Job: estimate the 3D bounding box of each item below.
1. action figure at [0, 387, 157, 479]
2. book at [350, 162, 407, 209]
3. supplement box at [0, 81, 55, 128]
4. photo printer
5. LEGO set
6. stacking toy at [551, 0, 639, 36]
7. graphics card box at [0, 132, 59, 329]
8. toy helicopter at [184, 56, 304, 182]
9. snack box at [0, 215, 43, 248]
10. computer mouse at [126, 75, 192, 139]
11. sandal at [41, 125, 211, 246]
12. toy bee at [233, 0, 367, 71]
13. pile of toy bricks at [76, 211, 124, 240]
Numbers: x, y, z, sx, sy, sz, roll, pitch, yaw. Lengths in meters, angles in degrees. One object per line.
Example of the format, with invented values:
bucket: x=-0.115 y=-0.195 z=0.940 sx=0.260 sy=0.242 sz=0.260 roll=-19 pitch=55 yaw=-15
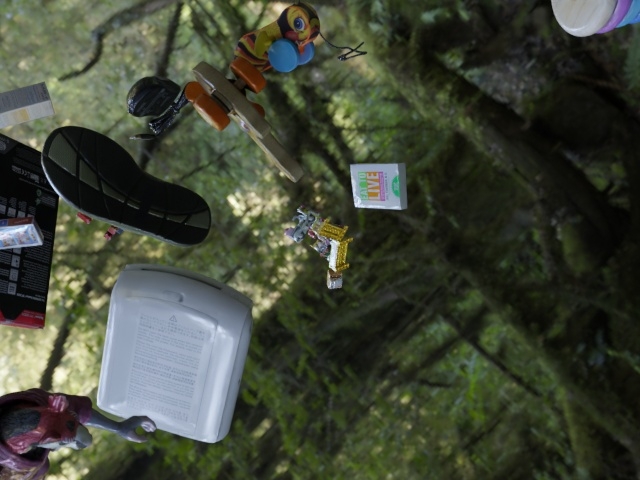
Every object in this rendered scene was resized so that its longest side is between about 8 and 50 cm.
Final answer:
action figure: x=-0.396 y=0.252 z=1.093 sx=0.275 sy=0.248 sz=0.370 roll=44 pitch=131 yaw=-4
book: x=0.126 y=-0.116 z=1.879 sx=0.144 sy=0.035 sz=0.096 roll=4 pitch=101 yaw=51
supplement box: x=-0.490 y=-0.220 z=1.446 sx=0.062 sy=0.098 sz=0.036 roll=128 pitch=122 yaw=-72
photo printer: x=-0.258 y=0.191 z=1.571 sx=0.256 sy=0.308 sz=0.107 roll=15 pitch=-153 yaw=3
LEGO set: x=0.000 y=0.000 z=2.258 sx=0.107 sy=0.132 sz=0.287 roll=36 pitch=168 yaw=37
stacking toy: x=0.562 y=-0.428 z=1.508 sx=0.141 sy=0.330 sz=0.141 roll=171 pitch=90 yaw=-66
graphics card box: x=-0.646 y=-0.016 z=1.797 sx=0.094 sy=0.371 sz=0.233 roll=-1 pitch=168 yaw=23
toy helicopter: x=-0.159 y=-0.254 z=1.935 sx=0.355 sy=0.140 sz=0.235 roll=48 pitch=171 yaw=-37
snack box: x=-0.605 y=-0.009 z=1.619 sx=0.064 sy=0.178 sz=0.022 roll=86 pitch=177 yaw=-53
computer mouse: x=-0.391 y=-0.300 z=1.993 sx=0.060 sy=0.184 sz=0.262 roll=47 pitch=-159 yaw=6
sandal: x=-0.309 y=-0.071 z=1.394 sx=0.302 sy=0.120 sz=0.086 roll=33 pitch=164 yaw=-36
toy bee: x=-0.060 y=-0.451 z=1.897 sx=0.195 sy=0.298 sz=0.162 roll=-75 pitch=-28 yaw=-71
pile of toy bricks: x=-0.448 y=-0.101 z=1.957 sx=0.118 sy=0.105 sz=0.212 roll=37 pitch=-154 yaw=-12
